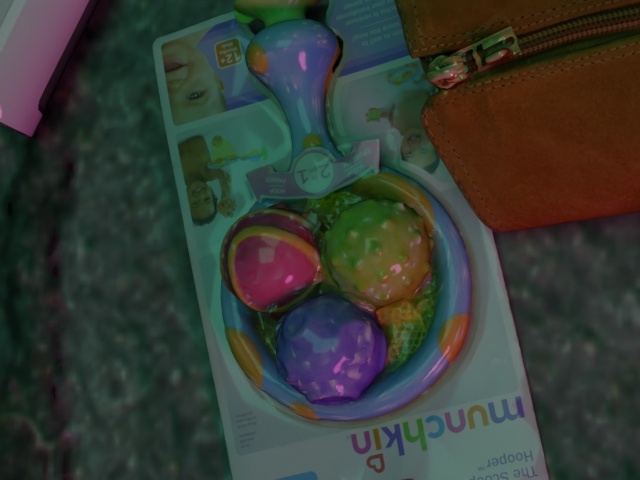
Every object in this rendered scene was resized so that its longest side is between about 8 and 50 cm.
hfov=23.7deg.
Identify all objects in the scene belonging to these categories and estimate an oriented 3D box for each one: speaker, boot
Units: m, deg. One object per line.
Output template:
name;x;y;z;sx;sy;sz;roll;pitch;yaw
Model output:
speaker;-0.130;-0.120;0.715;0.055;0.055;0.136;26;88;22
boot;0.158;-0.035;0.581;0.211;0.104;0.295;-26;92;35

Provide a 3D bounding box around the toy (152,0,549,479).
toy;0.000;0.000;0.644;0.137;0.056;0.237;-16;75;18
